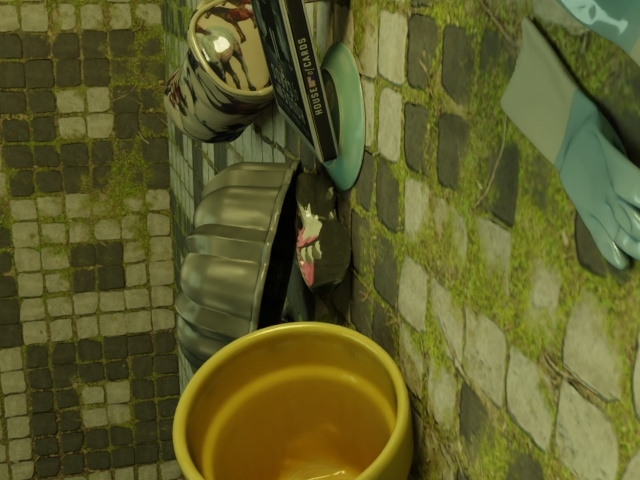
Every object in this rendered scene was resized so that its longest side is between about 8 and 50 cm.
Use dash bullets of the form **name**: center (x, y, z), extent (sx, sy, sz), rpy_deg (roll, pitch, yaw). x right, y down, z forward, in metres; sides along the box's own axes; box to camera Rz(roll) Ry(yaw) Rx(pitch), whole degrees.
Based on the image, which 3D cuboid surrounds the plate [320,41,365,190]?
- **plate**: center (0.016, -0.156, 1.156), extent (0.188, 0.024, 0.188), rpy_deg (175, 90, -75)

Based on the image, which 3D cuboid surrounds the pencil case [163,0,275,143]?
- **pencil case**: center (-0.157, -0.272, 1.474), extent (0.410, 0.160, 0.183), rpy_deg (160, 95, -74)

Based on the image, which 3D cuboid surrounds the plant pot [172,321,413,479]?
- **plant pot**: center (-0.015, 0.261, 1.036), extent (0.254, 0.254, 0.239), rpy_deg (-113, 8, -47)

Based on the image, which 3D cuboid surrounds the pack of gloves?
- **pack of gloves**: center (0.171, -0.106, 0.591), extent (0.232, 0.046, 0.195), rpy_deg (-111, 24, -46)

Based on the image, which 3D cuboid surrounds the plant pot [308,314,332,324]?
- **plant pot**: center (-0.026, 0.151, 1.290), extent (0.083, 0.079, 0.083), rpy_deg (175, 90, -73)

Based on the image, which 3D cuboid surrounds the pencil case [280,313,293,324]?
- **pencil case**: center (-0.110, 0.156, 1.573), extent (0.098, 0.095, 0.209), rpy_deg (56, 167, -10)

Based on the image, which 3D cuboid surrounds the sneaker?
- **sneaker**: center (0.000, 0.000, 1.201), extent (0.077, 0.072, 0.178), rpy_deg (99, 172, -54)

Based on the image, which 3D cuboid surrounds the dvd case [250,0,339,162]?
- **dvd case**: center (-0.041, -0.233, 1.106), extent (0.179, 0.030, 0.238), rpy_deg (-125, 18, -55)

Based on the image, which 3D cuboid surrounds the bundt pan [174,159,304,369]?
- **bundt pan**: center (-0.115, 0.038, 1.262), extent (0.331, 0.124, 0.330), rpy_deg (11, -90, -87)

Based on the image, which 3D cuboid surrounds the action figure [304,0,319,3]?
- **action figure**: center (-0.019, -0.424, 1.042), extent (0.185, 0.099, 0.285), rpy_deg (26, 128, 53)
